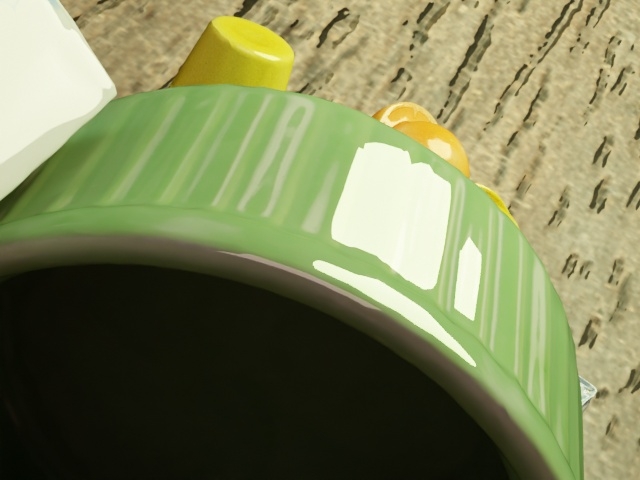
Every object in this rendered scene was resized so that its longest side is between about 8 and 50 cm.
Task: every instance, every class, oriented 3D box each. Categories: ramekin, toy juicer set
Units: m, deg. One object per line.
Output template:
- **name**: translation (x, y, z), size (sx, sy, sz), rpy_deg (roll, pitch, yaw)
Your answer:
- **ramekin**: translation (-0.038, 0.087, 0.704), size (0.303, 0.303, 0.148), rpy_deg (23, 35, -3)
- **toy juicer set**: translation (0.000, 0.000, 0.924), size (0.209, 0.089, 0.329), rpy_deg (23, 23, -6)

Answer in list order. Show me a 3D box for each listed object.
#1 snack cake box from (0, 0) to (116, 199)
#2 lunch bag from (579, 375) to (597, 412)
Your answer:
- **snack cake box**: translation (-0.219, -0.008, 0.650), size (0.089, 0.264, 0.152), rpy_deg (57, 35, -13)
- **lunch bag**: translation (0.089, 0.083, 0.928), size (0.083, 0.071, 0.053), rpy_deg (33, 44, 9)
